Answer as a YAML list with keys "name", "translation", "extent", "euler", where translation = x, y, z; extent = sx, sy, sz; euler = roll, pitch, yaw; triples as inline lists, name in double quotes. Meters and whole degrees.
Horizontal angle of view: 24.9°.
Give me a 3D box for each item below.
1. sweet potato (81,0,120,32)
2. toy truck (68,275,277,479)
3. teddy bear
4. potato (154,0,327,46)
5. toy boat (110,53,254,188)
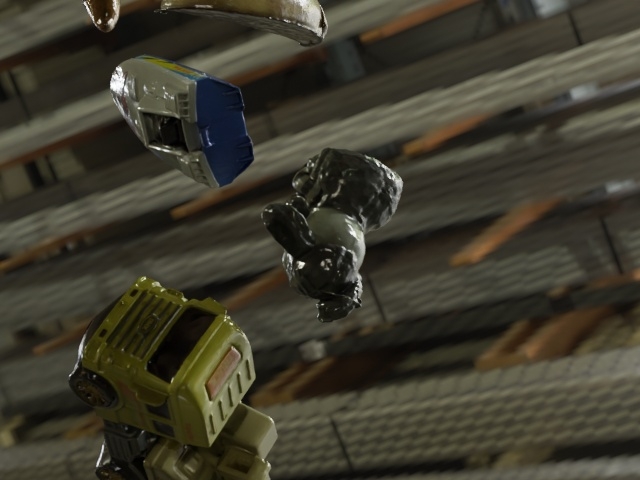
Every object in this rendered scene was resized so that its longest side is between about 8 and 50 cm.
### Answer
- name: "sweet potato"
  translation: [-0.192, -0.240, 1.230]
  extent: [0.044, 0.179, 0.044]
  euler: [-7, -36, -5]
- name: "toy truck"
  translation: [-0.183, 0.249, 1.957]
  extent: [0.254, 0.405, 0.180]
  euler: [15, 49, 19]
- name: "teddy bear"
  translation: [-0.003, -0.018, 1.964]
  extent: [0.144, 0.171, 0.251]
  euler: [-18, 33, 50]
- name: "potato"
  translation: [-0.076, -0.325, 1.885]
  extent: [0.261, 0.100, 0.120]
  euler: [7, -4, -44]
- name: "toy boat"
  translation: [-0.183, -0.149, 1.687]
  extent: [0.088, 0.129, 0.295]
  euler: [-21, 25, -23]
